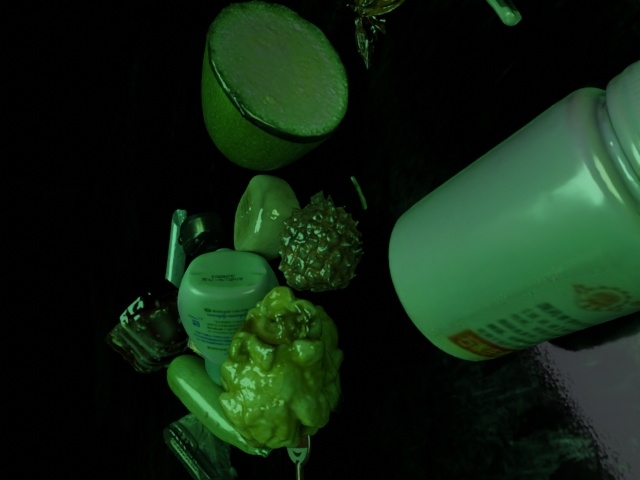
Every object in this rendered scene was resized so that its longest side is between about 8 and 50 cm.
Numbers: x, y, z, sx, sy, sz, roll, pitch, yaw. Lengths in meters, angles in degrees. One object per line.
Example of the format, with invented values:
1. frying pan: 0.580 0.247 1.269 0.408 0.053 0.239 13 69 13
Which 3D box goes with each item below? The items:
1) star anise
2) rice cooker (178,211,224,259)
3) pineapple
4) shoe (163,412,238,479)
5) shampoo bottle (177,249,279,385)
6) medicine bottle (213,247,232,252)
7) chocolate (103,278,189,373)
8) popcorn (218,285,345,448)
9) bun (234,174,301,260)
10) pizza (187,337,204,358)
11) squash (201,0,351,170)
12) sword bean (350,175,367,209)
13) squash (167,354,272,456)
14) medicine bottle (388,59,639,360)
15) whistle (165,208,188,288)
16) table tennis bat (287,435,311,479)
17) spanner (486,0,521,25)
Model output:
1. star anise: 0.107 -0.448 0.954 0.157 0.053 0.213 -34 57 48
2. rice cooker: -0.346 -0.017 1.498 0.165 0.112 0.106 -49 55 42
3. pineapple: 0.000 0.000 0.968 0.166 0.166 0.193 -13 76 54
4. shoe: -0.256 0.551 1.308 0.293 0.149 0.109 47 135 8
5. shampoo bottle: -0.196 0.194 1.154 0.151 0.221 0.350 -100 10 -51
6. medicine bottle: -0.215 0.094 1.304 0.186 0.102 0.103 35 114 51
7. chocolate: -0.511 0.289 1.606 0.210 0.225 0.340 49 128 1
8. popcorn: -0.070 0.230 0.950 0.215 0.252 0.286 -9 45 24
9. bun: -0.115 -0.050 1.165 0.178 0.127 0.193 -49 37 40
10. pizza: -0.250 0.238 1.366 0.188 0.080 0.204 17 98 31
11. squash: -0.142 -0.278 1.082 0.309 0.310 0.310 -31 62 52
12. sword bean: 0.076 -0.092 0.992 0.012 0.012 0.083 -50 47 39
13. squash: -0.251 0.415 1.281 0.370 0.118 0.118 33 114 28
14. medicine bottle: 0.268 -0.028 0.528 0.388 0.219 0.219 -40 55 46
15. whistle: -0.483 0.050 1.728 0.062 0.062 0.312 12 96 55
16. table tennis bat: -0.045 0.454 1.094 0.098 0.019 0.155 -25 63 51
17. spanner: 0.238 -0.456 0.778 0.096 0.040 0.325 -50 49 40
